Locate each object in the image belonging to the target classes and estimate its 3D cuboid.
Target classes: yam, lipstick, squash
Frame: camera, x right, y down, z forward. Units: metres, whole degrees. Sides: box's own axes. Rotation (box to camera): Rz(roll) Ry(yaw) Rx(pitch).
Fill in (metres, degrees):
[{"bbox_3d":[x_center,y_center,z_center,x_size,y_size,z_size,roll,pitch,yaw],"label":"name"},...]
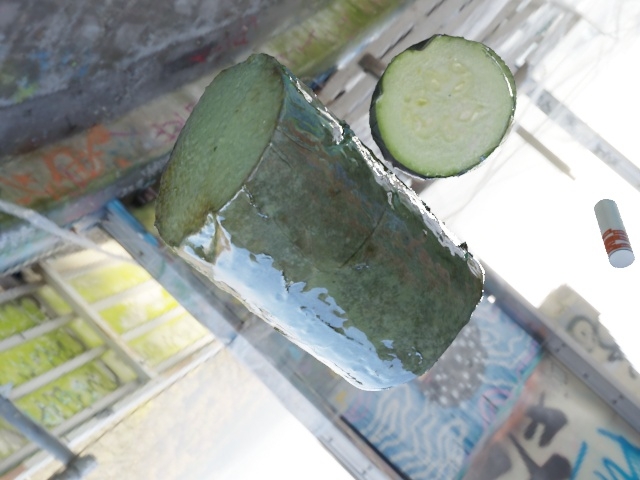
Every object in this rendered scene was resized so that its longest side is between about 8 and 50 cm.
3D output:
[{"bbox_3d":[0.000,0.000,0.593,0.161,0.268,0.161,-35,-149,25],"label":"yam"},{"bbox_3d":[0.446,-0.013,1.144,0.038,0.038,0.131,-54,-164,36],"label":"lipstick"},{"bbox_3d":[0.193,-0.186,1.128,0.220,0.220,0.133,-49,154,13],"label":"squash"}]
